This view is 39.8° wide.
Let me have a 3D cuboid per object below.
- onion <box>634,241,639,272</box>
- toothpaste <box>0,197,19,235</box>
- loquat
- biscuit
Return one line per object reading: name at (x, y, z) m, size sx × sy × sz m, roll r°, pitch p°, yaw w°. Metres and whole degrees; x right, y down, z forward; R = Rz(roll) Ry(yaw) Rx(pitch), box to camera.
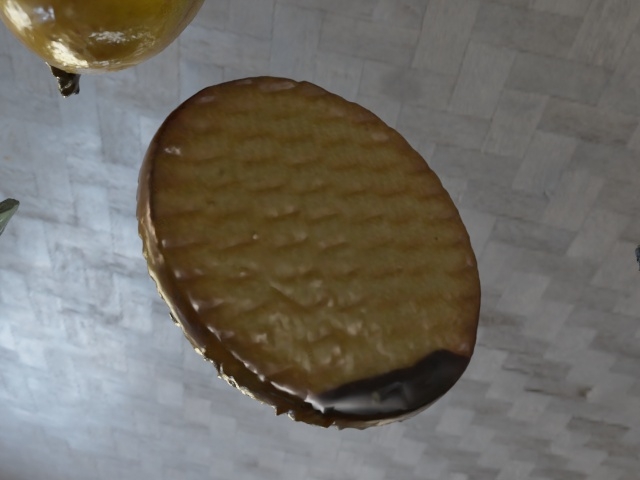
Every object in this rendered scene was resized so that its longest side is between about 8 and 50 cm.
onion at (0.417, 0.017, 0.978) m, size 0.118 × 0.119 × 0.117 m, roll 8°, pitch 172°, yaw 5°
toothpaste at (-0.312, 0.031, 0.661) m, size 0.038 × 0.233 × 0.060 m, roll 39°, pitch 123°, yaw 3°
loquat at (-0.200, -0.235, 0.775) m, size 0.213 × 0.213 × 0.246 m, roll 20°, pitch 119°, yaw -11°
biscuit at (0.000, 0.000, 0.719) m, size 0.317 × 0.318 × 0.040 m, roll 28°, pitch 139°, yaw -20°
